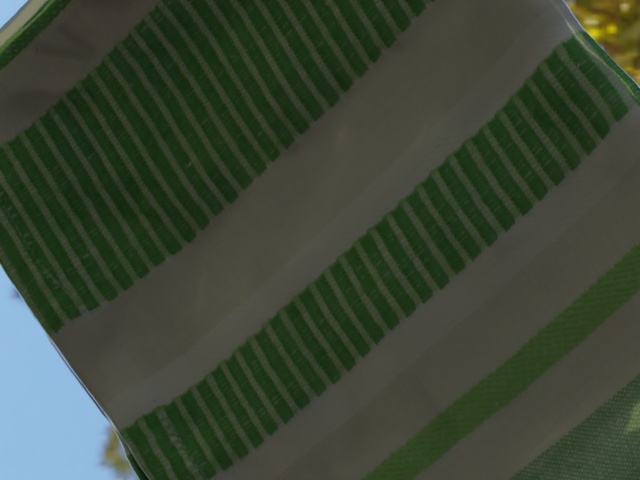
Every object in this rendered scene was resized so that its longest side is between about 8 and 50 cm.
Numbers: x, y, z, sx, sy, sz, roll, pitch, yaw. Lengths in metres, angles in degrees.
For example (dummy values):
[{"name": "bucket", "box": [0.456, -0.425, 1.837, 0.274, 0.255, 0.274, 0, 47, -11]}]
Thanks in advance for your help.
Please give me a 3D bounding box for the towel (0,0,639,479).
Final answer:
[{"name": "towel", "box": [0.000, 0.000, 0.682, 0.248, 0.038, 0.325, -44, -115, 20]}]
